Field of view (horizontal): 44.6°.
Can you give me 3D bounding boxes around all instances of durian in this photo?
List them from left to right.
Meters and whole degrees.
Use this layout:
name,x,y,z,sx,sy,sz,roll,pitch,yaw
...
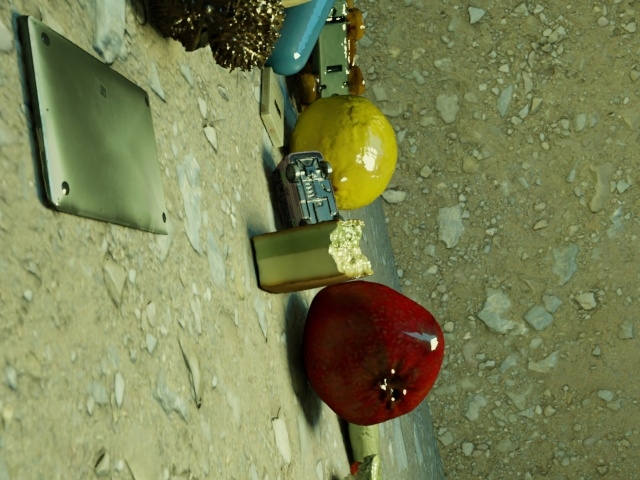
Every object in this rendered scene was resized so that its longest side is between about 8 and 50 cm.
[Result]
name,x,y,z,sx,sy,sz,roll,pitch,yaw
durian,-0.141,-0.314,1.072,0.196,0.196,0.167,-60,155,-74

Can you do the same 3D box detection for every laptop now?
name,x,y,z,sx,sy,sz,roll,pitch,yaw
laptop,-0.228,-0.107,0.832,0.269,0.015,0.188,24,55,-77

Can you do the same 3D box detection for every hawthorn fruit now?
name,x,y,z,sx,sy,sz,roll,pitch,yaw
hawthorn fruit,0.081,0.194,1.501,0.307,0.265,0.265,-122,-171,-51

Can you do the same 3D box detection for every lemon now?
name,x,y,z,sx,sy,sz,roll,pitch,yaw
lemon,0.051,-0.199,1.768,0.284,0.260,0.260,-75,151,-76

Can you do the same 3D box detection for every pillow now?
name,x,y,z,sx,sy,sz,roll,pitch,yaw
pillow,0.095,0.385,1.806,0.281,0.076,0.274,-76,158,-78

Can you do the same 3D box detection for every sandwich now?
name,x,y,z,sx,sy,sz,roll,pitch,yaw
sandwich,-0.002,0.031,1.397,0.220,0.186,0.108,27,53,-78

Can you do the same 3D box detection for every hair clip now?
name,x,y,z,sx,sy,sz,roll,pitch,yaw
hair clip,0.094,0.542,1.597,0.321,0.091,0.138,76,15,-50

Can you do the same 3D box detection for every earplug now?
name,x,y,z,sx,sy,sz,roll,pitch,yaw
earplug,-0.047,-0.492,1.721,0.132,0.132,0.273,48,62,-69

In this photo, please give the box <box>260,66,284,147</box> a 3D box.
name,x,y,z,sx,sy,sz,roll,pitch,yaw
box,-0.101,-0.285,1.661,0.090,0.024,0.167,67,15,-44

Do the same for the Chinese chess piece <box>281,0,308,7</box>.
name,x,y,z,sx,sy,sz,roll,pitch,yaw
Chinese chess piece,-0.040,-0.600,1.505,0.140,0.338,0.338,63,8,11

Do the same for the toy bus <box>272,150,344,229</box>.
name,x,y,z,sx,sy,sz,roll,pitch,yaw
toy bus,-0.027,-0.071,1.553,0.108,0.096,0.199,-23,-101,55

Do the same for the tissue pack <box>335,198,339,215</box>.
name,x,y,z,sx,sy,sz,roll,pitch,yaw
tissue pack,0.000,0.001,1.653,0.090,0.103,0.170,-17,95,-80

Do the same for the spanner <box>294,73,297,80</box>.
name,x,y,z,sx,sy,sz,roll,pitch,yaw
spanner,-0.045,-0.372,2.082,0.046,0.012,0.208,-37,114,-79

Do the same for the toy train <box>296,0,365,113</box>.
name,x,y,z,sx,sy,sz,roll,pitch,yaw
toy train,0.006,-0.500,1.960,0.232,0.163,0.369,-115,-161,-57
